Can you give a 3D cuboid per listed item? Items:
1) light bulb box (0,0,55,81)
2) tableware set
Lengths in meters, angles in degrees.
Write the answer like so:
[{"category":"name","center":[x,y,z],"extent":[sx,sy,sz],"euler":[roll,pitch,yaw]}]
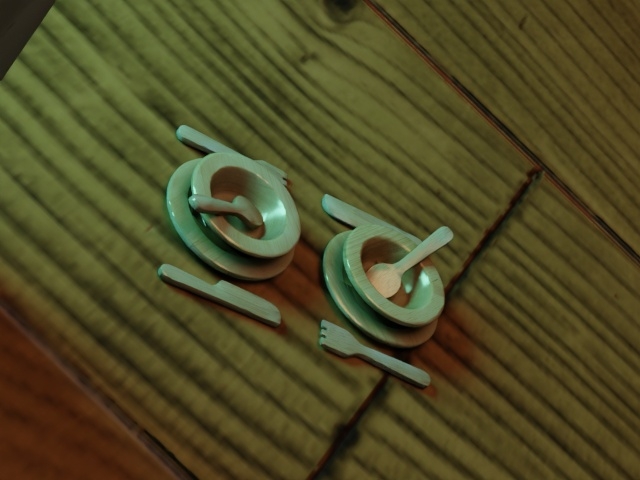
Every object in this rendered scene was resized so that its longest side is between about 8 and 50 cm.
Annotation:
[{"category":"light bulb box","center":[-0.331,-0.101,0.483],"extent":[0.361,0.225,0.358],"euler":[39,38,-8]},{"category":"tableware set","center":[0.000,0.000,0.838],"extent":[0.194,0.039,0.128],"euler":[25,42,-23]}]
